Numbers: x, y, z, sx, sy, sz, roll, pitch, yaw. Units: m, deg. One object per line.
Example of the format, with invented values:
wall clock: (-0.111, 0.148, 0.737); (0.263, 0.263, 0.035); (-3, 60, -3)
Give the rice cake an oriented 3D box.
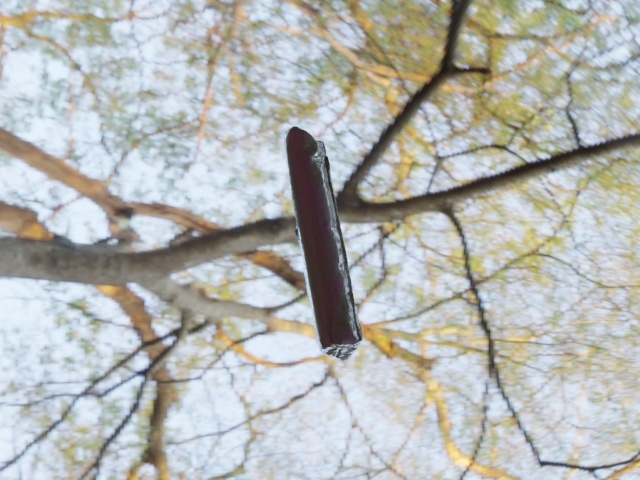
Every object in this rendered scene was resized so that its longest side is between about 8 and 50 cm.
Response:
rice cake: (0.001, 0.000, 1.375); (0.055, 0.049, 0.270); (-32, -117, 52)
